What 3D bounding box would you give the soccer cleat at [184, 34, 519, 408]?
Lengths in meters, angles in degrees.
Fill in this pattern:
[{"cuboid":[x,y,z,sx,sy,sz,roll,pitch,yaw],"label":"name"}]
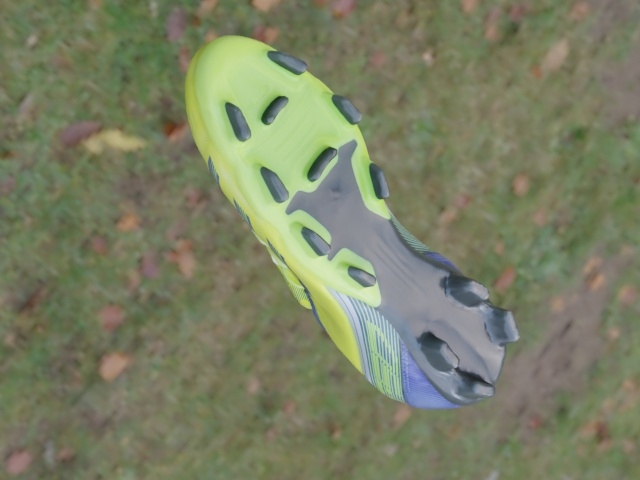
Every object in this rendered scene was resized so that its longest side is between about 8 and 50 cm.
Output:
[{"cuboid":[0.000,0.001,0.978,0.289,0.121,0.093,49,57,-32],"label":"soccer cleat"}]
